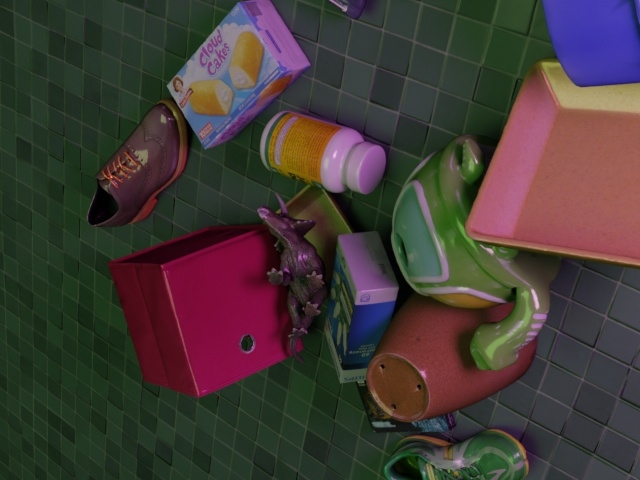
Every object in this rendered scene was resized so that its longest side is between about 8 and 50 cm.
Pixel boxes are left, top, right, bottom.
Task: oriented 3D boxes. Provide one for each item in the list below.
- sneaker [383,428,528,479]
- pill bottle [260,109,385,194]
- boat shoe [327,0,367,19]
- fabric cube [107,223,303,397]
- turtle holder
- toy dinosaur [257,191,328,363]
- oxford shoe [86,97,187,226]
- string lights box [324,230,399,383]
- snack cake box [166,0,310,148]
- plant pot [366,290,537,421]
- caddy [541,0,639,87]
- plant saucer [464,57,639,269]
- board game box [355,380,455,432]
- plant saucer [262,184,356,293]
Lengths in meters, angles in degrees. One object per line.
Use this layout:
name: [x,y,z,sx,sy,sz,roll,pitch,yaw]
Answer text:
sneaker: [0.241,0.414,1.564,0.295,0.123,0.109,-16,97,41]
pill bottle: [0.006,-0.151,1.526,0.208,0.117,0.118,21,120,31]
boat shoe: [-0.027,-0.447,1.450,0.254,0.095,0.079,28,113,17]
fabric cube: [-0.224,0.127,1.705,0.259,0.254,0.258,0,107,54]
turtle holder: [0.246,0.009,1.316,0.227,0.243,0.320,-35,91,41]
toy dinosaur: [-0.027,0.078,1.586,0.121,0.160,0.314,-10,115,16]
oxford shoe: [-0.391,-0.147,1.837,0.130,0.132,0.364,47,130,15]
string lights box: [0.069,0.122,1.535,0.260,0.076,0.133,98,161,-45]
snack cake box: [-0.158,-0.308,1.613,0.264,0.089,0.152,-37,84,42]
plant pot: [0.192,0.188,1.425,0.237,0.254,0.237,17,119,34]
caddy: [0.394,-0.344,1.051,0.179,0.241,0.341,-5,105,45]
plant saucer: [0.397,-0.088,1.127,0.332,0.333,0.081,10,147,28]
board game box: [0.158,0.305,1.653,0.186,0.026,0.126,-11,101,41]
plant saucer: [0.000,0.000,1.641,0.188,0.045,0.188,-38,83,41]
